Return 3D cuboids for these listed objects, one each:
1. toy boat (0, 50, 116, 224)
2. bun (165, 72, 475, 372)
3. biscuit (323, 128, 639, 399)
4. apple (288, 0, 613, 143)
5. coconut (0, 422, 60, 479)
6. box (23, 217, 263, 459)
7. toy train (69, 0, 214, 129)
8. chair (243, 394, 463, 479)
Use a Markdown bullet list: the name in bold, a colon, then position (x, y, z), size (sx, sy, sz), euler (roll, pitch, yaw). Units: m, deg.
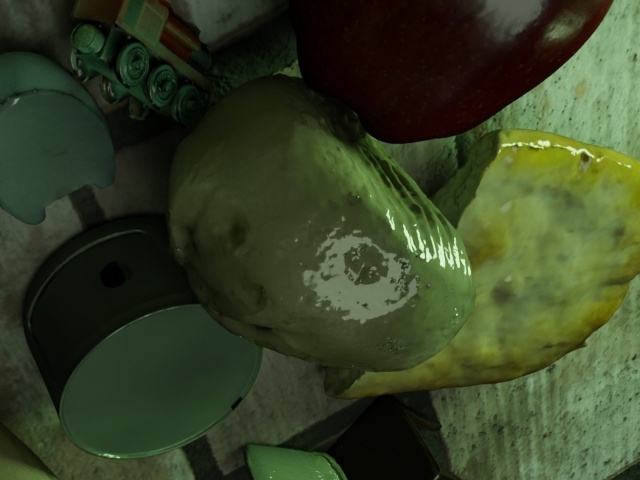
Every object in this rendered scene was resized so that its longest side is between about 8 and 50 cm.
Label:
- **toy boat**: position (-0.271, -0.102, 1.128), size (0.134, 0.079, 0.208), euler (-27, 150, -4)
- **bun**: position (0.000, 0.000, 1.198), size (0.234, 0.326, 0.362), euler (-48, 162, 10)
- **biscuit**: position (0.258, 0.033, 1.601), size (0.446, 0.104, 0.429), euler (0, 128, -33)
- **apple**: position (0.123, -0.250, 1.116), size (0.288, 0.288, 0.317), euler (17, 124, -44)
- **coconut**: position (-0.401, 0.334, 1.277), size (0.328, 0.329, 0.329), euler (-20, 136, -20)
- **box**: position (-0.195, 0.106, 1.297), size (0.226, 0.149, 0.226), euler (-19, 137, -19)
- **toy train**: position (-0.158, -0.179, 1.112), size (0.176, 0.074, 0.118), euler (31, 75, -57)
- **chair**: position (0.065, 0.324, 1.693), size (0.186, 0.160, 0.319), euler (-43, 141, 14)
